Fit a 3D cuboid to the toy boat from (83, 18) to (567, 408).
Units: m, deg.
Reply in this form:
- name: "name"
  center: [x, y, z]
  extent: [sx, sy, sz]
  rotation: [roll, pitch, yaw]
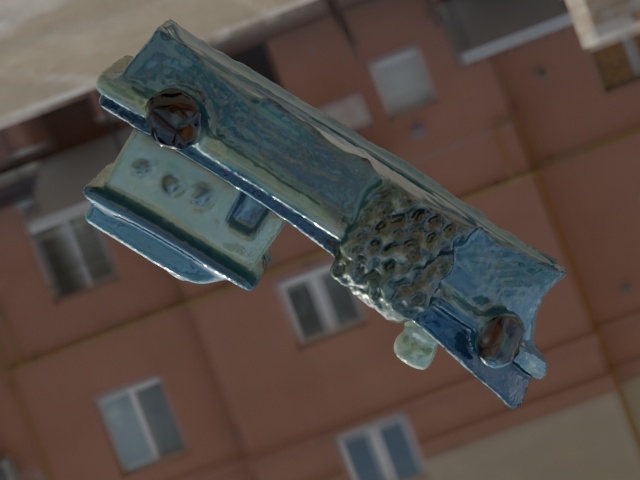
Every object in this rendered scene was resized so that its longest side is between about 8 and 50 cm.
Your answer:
- name: "toy boat"
  center: [0.000, 0.000, 0.778]
  extent: [0.098, 0.238, 0.109]
  rotation: [-58, -176, 12]
